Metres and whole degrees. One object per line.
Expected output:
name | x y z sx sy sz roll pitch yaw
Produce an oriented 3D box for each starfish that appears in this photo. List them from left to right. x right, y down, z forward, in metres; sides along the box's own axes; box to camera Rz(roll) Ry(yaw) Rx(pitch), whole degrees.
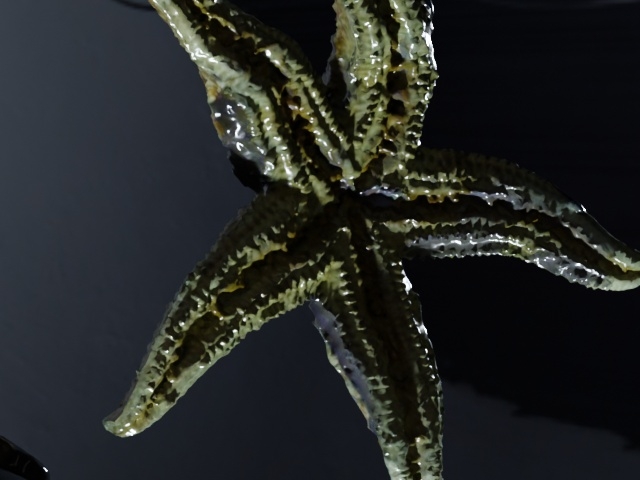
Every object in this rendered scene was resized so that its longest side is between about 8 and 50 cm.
starfish | 0.000 0.000 0.420 0.176 0.053 0.208 -37 108 -15

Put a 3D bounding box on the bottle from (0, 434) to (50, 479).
bottle | -0.212 0.065 0.499 0.082 0.244 0.072 -53 161 -31
